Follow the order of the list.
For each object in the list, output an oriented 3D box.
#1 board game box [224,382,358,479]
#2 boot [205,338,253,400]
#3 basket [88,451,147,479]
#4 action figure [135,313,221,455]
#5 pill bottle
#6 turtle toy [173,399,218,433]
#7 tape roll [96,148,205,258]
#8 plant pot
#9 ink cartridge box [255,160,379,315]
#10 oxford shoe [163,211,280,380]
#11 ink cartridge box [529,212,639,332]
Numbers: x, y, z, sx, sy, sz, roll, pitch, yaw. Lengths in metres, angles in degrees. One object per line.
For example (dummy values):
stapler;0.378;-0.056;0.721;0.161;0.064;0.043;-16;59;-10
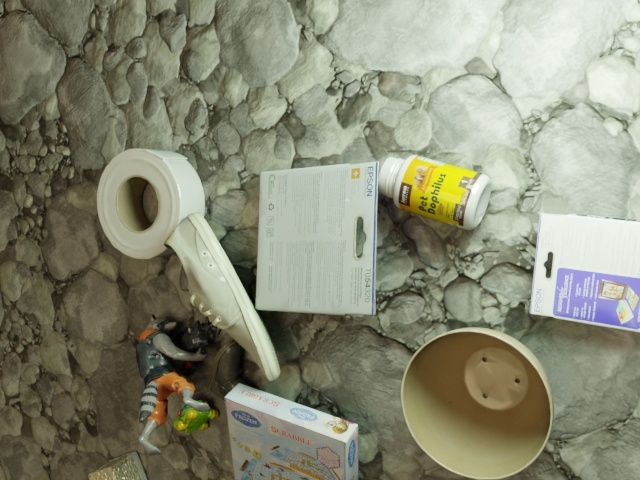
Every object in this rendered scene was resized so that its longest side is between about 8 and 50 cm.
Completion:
board game box;-0.065;0.517;1.576;0.318;0.066;0.318;13;121;25
boot;-0.180;0.368;1.671;0.208;0.076;0.190;38;125;26
basket;-0.555;0.694;1.884;0.113;0.103;0.167;-26;84;28
action figure;-0.372;0.304;1.676;0.341;0.178;0.330;-53;39;25
pill bottle;0.230;-0.104;1.383;0.215;0.117;0.117;19;104;25
turtle toy;-0.335;0.458;1.759;0.130;0.095;0.066;-48;52;22
tape roll;-0.439;-0.097;1.745;0.286;0.100;0.286;3;96;28
plant pot;0.325;0.296;1.333;0.284;0.191;0.284;4;98;28
ink cartridge box;0.000;0.000;1.495;0.330;0.071;0.324;0;85;35
oxford shoe;-0.234;0.144;1.608;0.130;0.169;0.449;-30;79;-9
ink cartridge box;0.517;0.055;1.290;0.208;0.045;0.206;8;99;26
